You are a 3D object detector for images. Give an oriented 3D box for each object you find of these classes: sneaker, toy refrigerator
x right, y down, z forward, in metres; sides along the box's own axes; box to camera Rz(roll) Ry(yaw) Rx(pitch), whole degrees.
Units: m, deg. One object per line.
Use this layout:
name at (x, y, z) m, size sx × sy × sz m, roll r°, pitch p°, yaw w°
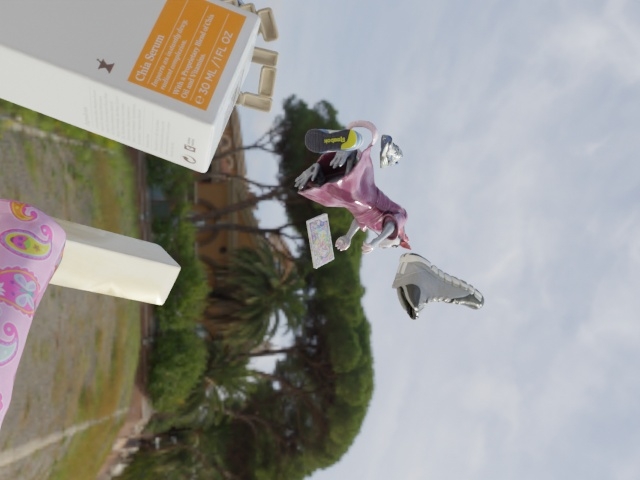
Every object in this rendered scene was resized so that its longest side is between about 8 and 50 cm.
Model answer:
sneaker at (0.183, -0.233, 1.968) m, size 0.135 × 0.058 × 0.052 m, roll 85°, pitch 4°, yaw -69°
sneaker at (0.257, 0.135, 1.741) m, size 0.132 × 0.228 × 0.086 m, roll -64°, pitch -169°, yaw -18°
sneaker at (0.031, -0.217, 1.672) m, size 0.144 × 0.059 × 0.053 m, roll 7°, pitch -81°, yaw 35°
toy refrigerator at (-0.400, 0.040, 1.377) m, size 0.102 × 0.269 × 0.094 m, roll 36°, pitch -77°, yaw 44°

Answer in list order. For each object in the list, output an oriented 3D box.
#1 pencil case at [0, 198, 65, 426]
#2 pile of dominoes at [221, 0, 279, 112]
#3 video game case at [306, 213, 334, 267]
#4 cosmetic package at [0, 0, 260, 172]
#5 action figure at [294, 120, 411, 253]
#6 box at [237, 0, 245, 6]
pencil case at (-0.368, 0.090, 0.822) m, size 0.124 × 0.124 × 0.284 m, roll 113°, pitch -13°, yaw -49°
pile of dominoes at (-0.192, -0.357, 1.396) m, size 0.040 × 0.251 × 0.196 m, roll -69°, pitch 173°, yaw -59°
video game case at (0.000, 0.000, 1.943) m, size 0.011 × 0.087 × 0.122 m, roll -2°, pitch -77°, yaw 34°
cosmetic package at (-0.349, -0.309, 1.206) m, size 0.161 × 0.452 × 0.230 m, roll 120°, pitch -12°, yaw -65°
action figure at (0.121, -0.105, 2.002) m, size 0.276 × 0.370 × 0.248 m, roll -59°, pitch -149°, yaw -8°
box at (-0.269, -0.475, 1.560) m, size 0.184 × 0.191 × 0.045 m, roll -36°, pitch -163°, yaw 20°
